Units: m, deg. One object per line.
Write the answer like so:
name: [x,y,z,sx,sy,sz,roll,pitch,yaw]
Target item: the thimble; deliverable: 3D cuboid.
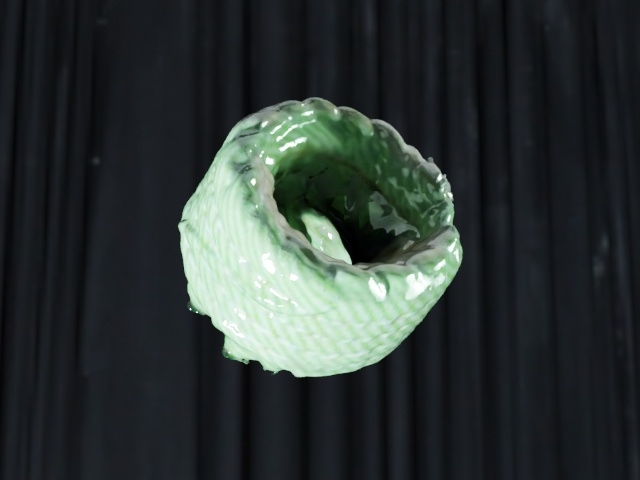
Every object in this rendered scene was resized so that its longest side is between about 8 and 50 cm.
thimble: [0.000,0.000,1.287,0.219,0.219,0.150,5,141,-25]
